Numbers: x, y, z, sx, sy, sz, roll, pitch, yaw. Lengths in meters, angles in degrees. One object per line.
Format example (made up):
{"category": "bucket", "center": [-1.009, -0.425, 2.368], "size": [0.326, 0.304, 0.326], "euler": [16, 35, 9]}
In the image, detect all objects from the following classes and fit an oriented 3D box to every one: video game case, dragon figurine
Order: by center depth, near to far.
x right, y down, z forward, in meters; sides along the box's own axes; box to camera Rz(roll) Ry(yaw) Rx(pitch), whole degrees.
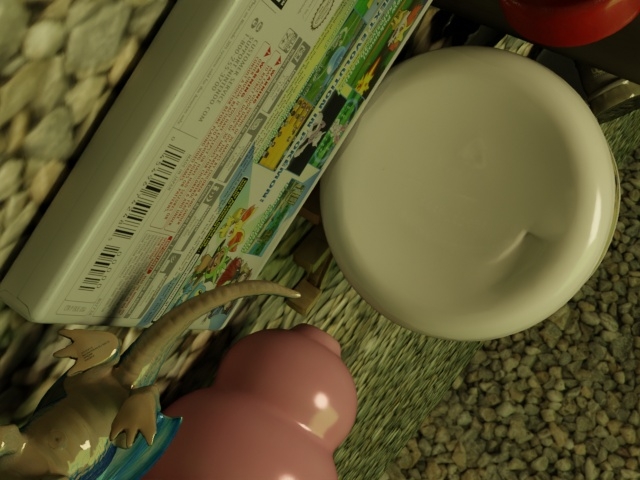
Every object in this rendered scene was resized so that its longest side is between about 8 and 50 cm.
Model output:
{"category": "dragon figurine", "center": [-0.143, 0.116, 0.709], "size": [0.289, 0.085, 0.144], "euler": [-45, 174, -11]}
{"category": "video game case", "center": [-0.042, -0.086, 0.749], "size": [0.329, 0.036, 0.300], "euler": [-58, 164, 4]}

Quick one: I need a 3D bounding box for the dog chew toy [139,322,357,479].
{"category": "dog chew toy", "center": [-0.079, 0.223, 0.980], "size": [0.331, 0.207, 0.206], "euler": [-59, 166, -16]}

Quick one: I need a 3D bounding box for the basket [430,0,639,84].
{"category": "basket", "center": [0.215, -0.222, 0.879], "size": [0.154, 0.227, 0.204], "euler": [-33, 152, -55]}

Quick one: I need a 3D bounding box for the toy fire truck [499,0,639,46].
{"category": "toy fire truck", "center": [0.205, -0.271, 0.681], "size": [0.169, 0.302, 0.253], "euler": [54, 41, -52]}

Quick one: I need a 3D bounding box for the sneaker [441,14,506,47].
{"category": "sneaker", "center": [0.171, -0.229, 1.059], "size": [0.170, 0.051, 0.089], "euler": [-47, 167, -17]}

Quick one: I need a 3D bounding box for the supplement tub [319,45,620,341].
{"category": "supplement tub", "center": [0.148, -0.039, 1.023], "size": [0.235, 0.235, 0.325], "euler": [-59, 167, 10]}

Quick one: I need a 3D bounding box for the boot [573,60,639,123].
{"category": "boot", "center": [0.246, -0.217, 1.048], "size": [0.076, 0.208, 0.190], "euler": [-27, 173, 15]}

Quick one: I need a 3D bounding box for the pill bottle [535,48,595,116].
{"category": "pill bottle", "center": [0.353, -0.223, 1.478], "size": [0.219, 0.123, 0.122], "euler": [-23, 144, -60]}

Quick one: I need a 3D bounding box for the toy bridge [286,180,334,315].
{"category": "toy bridge", "center": [0.000, 0.000, 1.062], "size": [0.063, 0.026, 0.188], "euler": [-50, 163, -29]}
